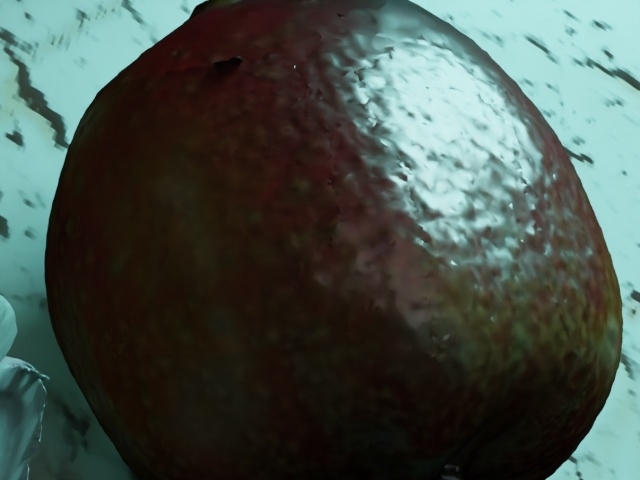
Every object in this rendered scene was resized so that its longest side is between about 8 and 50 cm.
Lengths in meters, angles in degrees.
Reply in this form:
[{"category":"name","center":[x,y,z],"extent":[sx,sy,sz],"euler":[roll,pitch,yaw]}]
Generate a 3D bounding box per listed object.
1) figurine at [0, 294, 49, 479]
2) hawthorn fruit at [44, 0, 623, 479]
[{"category":"figurine","center":[-0.209,-0.020,0.421],"extent":[0.315,0.206,0.284],"euler":[29,71,7]},{"category":"hawthorn fruit","center":[0.000,0.000,0.577],"extent":[0.169,0.169,0.188],"euler":[2,61,-29]}]
